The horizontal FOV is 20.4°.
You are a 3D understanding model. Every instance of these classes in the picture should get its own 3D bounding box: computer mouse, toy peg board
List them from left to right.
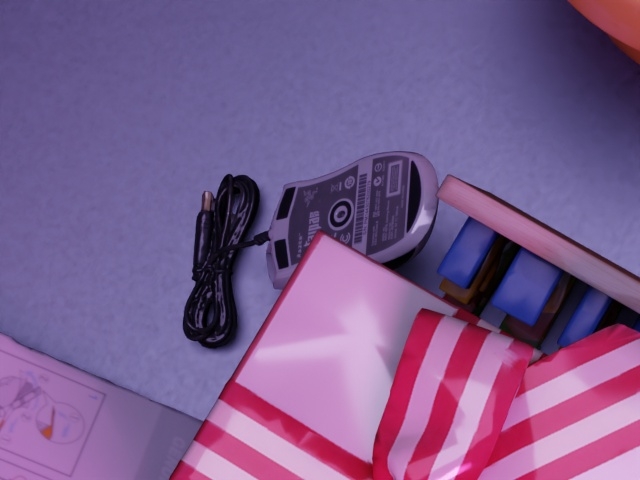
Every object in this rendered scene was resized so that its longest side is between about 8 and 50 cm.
[{"bbox_3d":[0.000,0.000,1.027,0.193,0.042,0.106,-12,62,40],"label":"computer mouse"},{"bbox_3d":[0.133,0.041,0.985,0.161,0.160,0.079,30,95,13],"label":"toy peg board"}]

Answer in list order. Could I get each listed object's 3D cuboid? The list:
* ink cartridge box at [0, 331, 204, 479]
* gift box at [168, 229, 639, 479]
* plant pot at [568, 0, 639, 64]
[{"bbox_3d":[-0.286,0.164,0.982,0.385,0.091,0.308,22,46,-4],"label":"ink cartridge box"},{"bbox_3d":[0.069,0.159,0.910,0.276,0.258,0.255,24,81,13],"label":"gift box"},{"bbox_3d":[0.230,-0.195,0.980,0.254,0.239,0.254,-2,76,7],"label":"plant pot"}]
